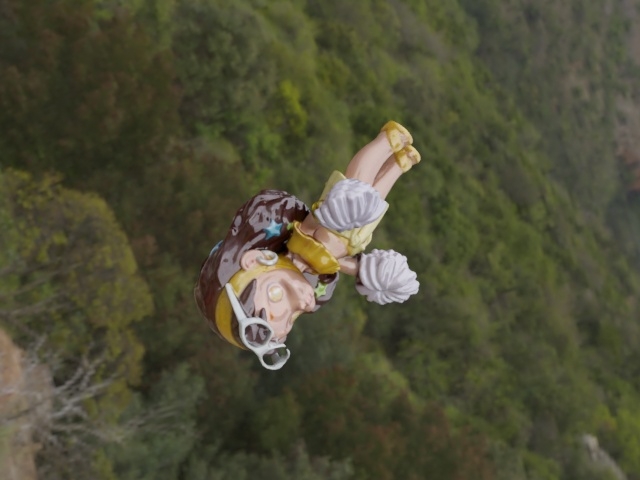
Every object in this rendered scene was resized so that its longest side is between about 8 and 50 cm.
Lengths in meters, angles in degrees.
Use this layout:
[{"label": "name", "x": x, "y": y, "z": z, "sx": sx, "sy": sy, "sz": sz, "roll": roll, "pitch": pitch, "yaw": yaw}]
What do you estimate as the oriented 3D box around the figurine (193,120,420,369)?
[{"label": "figurine", "x": -0.002, "y": 0.001, "z": 1.043, "sx": 0.116, "sy": 0.240, "sz": 0.175, "roll": 50, "pitch": -4, "yaw": 37}]
